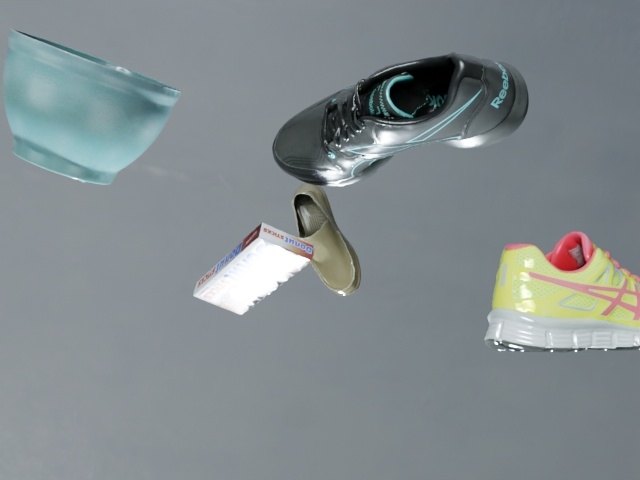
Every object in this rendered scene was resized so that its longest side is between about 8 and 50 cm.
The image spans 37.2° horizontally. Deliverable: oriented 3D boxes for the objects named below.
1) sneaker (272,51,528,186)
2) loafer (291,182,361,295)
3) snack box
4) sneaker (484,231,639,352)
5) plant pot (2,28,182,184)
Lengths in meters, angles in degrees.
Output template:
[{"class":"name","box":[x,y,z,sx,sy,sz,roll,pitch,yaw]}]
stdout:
[{"class":"sneaker","box":[0.053,-0.122,0.886,0.267,0.101,0.106,-14,163,33]},{"class":"loafer","box":[0.000,0.000,1.150,0.056,0.148,0.050,-29,173,22]},{"class":"snack box","box":[-0.076,0.034,1.039,0.064,0.022,0.178,25,147,-19]},{"class":"sneaker","box":[0.219,0.040,0.750,0.209,0.094,0.081,4,172,-35]},{"class":"plant pot","box":[-0.405,-0.212,1.601,0.293,0.196,0.293,21,-173,-3]}]
